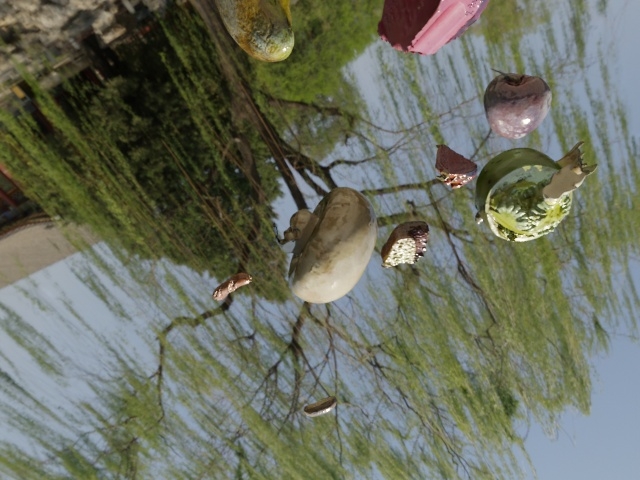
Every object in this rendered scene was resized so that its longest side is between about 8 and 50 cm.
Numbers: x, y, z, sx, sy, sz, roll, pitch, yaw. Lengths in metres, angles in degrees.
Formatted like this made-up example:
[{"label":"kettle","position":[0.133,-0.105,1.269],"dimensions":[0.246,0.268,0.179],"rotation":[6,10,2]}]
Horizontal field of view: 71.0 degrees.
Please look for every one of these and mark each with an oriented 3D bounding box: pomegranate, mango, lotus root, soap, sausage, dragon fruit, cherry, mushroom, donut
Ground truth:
[{"label":"pomegranate","position":[0.585,-0.144,1.236],"dimensions":[0.340,0.260,0.260],"rotation":[-31,-149,9]},{"label":"mango","position":[-0.129,-0.492,0.899],"dimensions":[0.146,0.316,0.193],"rotation":[-17,168,-30]},{"label":"lotus root","position":[0.001,0.401,1.073],"dimensions":[0.083,0.030,0.037],"rotation":[-23,178,7]},{"label":"soap","position":[0.222,-0.491,0.887],"dimensions":[0.112,0.182,0.289],"rotation":[-9,172,-24]},{"label":"sausage","position":[-0.238,0.121,1.191],"dimensions":[0.158,0.042,0.036],"rotation":[-31,-111,39]},{"label":"dragon fruit","position":[0.389,-0.211,1.354],"dimensions":[0.147,0.102,0.096],"rotation":[40,-88,34]},{"label":"cherry","position":[0.659,-0.461,1.516],"dimensions":[0.213,0.266,0.183],"rotation":[30,-113,36]},{"label":"mushroom","position":[0.000,0.000,1.328],"dimensions":[0.362,0.294,0.362],"rotation":[-156,-90,-83]},{"label":"donut","position":[0.281,0.003,1.514],"dimensions":[0.186,0.126,0.144],"rotation":[-1,-137,-24]}]

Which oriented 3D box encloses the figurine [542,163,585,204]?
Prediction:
[{"label":"figurine","position":[0.434,-0.093,0.809],"dimensions":[0.083,0.050,0.047],"rotation":[-37,-123,-3]}]
